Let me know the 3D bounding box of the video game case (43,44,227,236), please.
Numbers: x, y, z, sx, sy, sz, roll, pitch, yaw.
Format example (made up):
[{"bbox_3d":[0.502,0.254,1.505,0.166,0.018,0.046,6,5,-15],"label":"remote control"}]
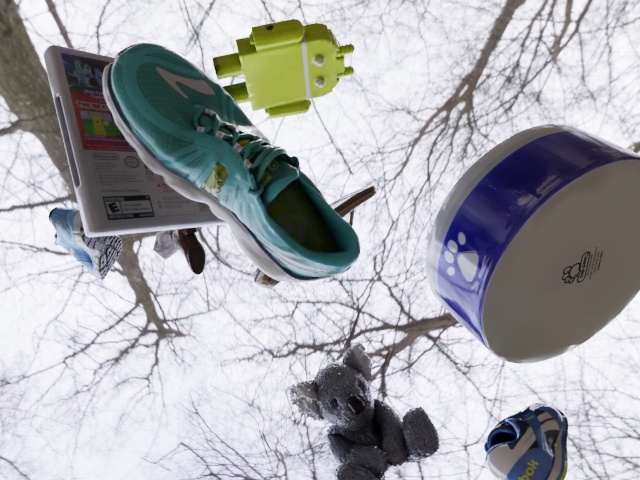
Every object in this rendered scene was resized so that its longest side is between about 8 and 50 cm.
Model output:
[{"bbox_3d":[-0.175,-0.101,0.560,0.201,0.023,0.184,-9,-97,-54],"label":"video game case"}]

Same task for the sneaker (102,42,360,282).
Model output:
[{"bbox_3d":[-0.065,-0.069,0.467,0.275,0.110,0.107,44,-113,-19],"label":"sneaker"}]

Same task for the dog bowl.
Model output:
[{"bbox_3d":[0.260,0.009,0.599,0.264,0.265,0.104,-21,-144,-13],"label":"dog bowl"}]

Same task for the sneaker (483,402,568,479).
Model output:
[{"bbox_3d":[0.181,0.175,0.463,0.059,0.144,0.053,27,-76,19],"label":"sneaker"}]

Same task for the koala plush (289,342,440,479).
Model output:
[{"bbox_3d":[0.060,0.315,0.940,0.196,0.203,0.221,-34,-95,-14],"label":"koala plush"}]

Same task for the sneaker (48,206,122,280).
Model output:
[{"bbox_3d":[-0.337,-0.001,0.747,0.073,0.162,0.063,18,-123,5],"label":"sneaker"}]

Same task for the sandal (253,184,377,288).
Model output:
[{"bbox_3d":[0.000,0.000,0.608,0.180,0.072,0.049,-44,-75,-19],"label":"sandal"}]

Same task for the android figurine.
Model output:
[{"bbox_3d":[-0.066,-0.334,1.028,0.272,0.248,0.056,-11,-113,-4],"label":"android figurine"}]

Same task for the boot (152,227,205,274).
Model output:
[{"bbox_3d":[-0.262,0.023,0.954,0.037,0.114,0.107,0,-107,-51],"label":"boot"}]
